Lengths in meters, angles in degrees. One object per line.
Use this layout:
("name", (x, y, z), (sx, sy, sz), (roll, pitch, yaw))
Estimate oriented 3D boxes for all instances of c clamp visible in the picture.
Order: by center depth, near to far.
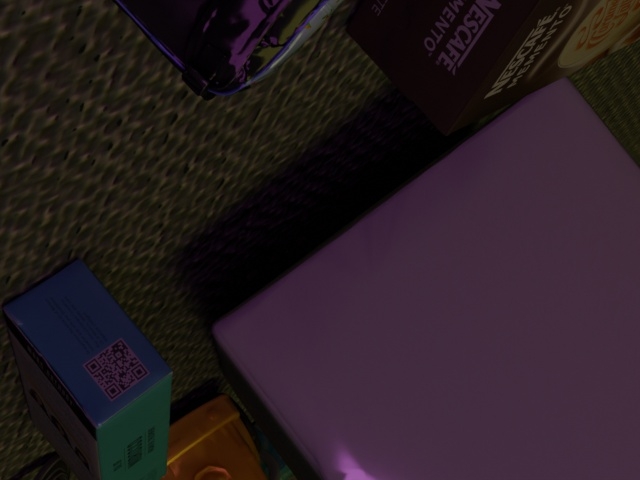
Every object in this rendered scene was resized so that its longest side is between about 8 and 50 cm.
("c clamp", (-0.260, 0.259, 1.170), (0.160, 0.022, 0.137), (-61, 168, -8))

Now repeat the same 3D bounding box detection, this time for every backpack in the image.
("backpack", (-0.032, -0.128, 0.543), (0.114, 0.105, 0.084), (-43, -173, 7))

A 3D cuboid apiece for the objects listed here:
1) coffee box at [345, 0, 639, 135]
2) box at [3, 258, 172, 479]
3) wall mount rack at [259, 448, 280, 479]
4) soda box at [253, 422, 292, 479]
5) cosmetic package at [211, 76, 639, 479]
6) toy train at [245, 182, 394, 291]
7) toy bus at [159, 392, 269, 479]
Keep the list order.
("coffee box", (0.153, -0.177, 0.843), (0.246, 0.098, 0.141), (-28, 160, -38))
("box", (-0.157, 0.111, 0.924), (0.060, 0.100, 0.244), (-36, 165, -21))
("wall mount rack", (-0.071, 0.384, 1.453), (0.350, 0.304, 0.130), (-69, 155, -52))
("soda box", (-0.079, 0.280, 1.654), (0.210, 0.067, 0.071), (-49, 162, 28))
("cosmetic package", (0.133, 0.124, 1.119), (0.327, 0.329, 0.393), (-37, 175, -8))
("toy train", (0.000, 0.000, 1.127), (0.158, 0.027, 0.036), (-34, 175, -24))
("toy bus", (-0.099, 0.285, 1.352), (0.149, 0.211, 0.220), (-36, 166, -19))
